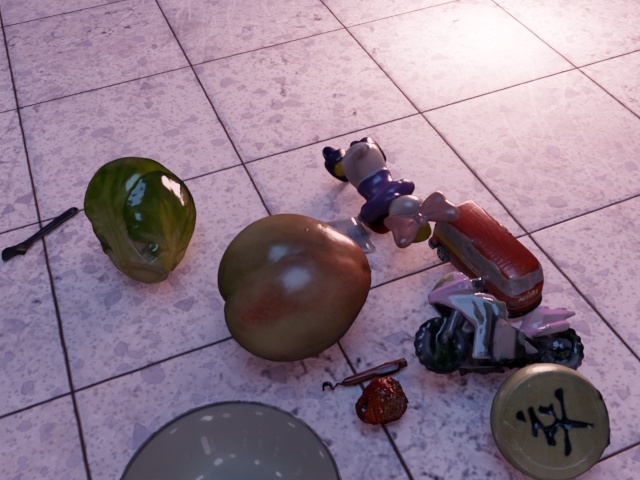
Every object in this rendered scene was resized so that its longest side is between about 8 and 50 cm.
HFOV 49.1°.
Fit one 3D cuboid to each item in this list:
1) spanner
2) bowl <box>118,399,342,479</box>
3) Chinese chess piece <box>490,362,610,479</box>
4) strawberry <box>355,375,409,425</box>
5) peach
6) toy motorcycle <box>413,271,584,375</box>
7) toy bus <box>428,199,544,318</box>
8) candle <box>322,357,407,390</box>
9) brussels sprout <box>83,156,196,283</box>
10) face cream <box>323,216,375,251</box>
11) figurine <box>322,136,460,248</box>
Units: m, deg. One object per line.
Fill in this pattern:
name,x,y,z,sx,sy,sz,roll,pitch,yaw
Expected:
spanner,-0.640,-0.017,1.605,0.046,0.012,0.208,27,53,27
bowl,-0.131,0.423,1.054,0.338,0.157,0.337,-1,45,1
Chinese chess piece,0.374,0.296,1.147,0.189,0.083,0.188,0,85,2
strawberry,0.108,0.285,1.229,0.097,0.083,0.083,-18,48,-14
peach,-0.050,0.082,1.315,0.292,0.247,0.292,-19,38,15
toy motorcycle,0.325,0.152,1.281,0.327,0.143,0.187,3,69,-12
toy bus,0.343,0.032,1.431,0.121,0.119,0.265,-23,50,-20
candle,0.083,0.252,1.302,0.168,0.021,0.026,-15,47,-12
brussels sprout,-0.374,-0.040,1.482,0.210,0.219,0.271,-14,65,12
face cream,0.000,0.000,1.533,0.224,0.070,0.114,-6,45,-20
figurine,0.140,-0.114,1.518,0.154,0.193,0.420,-30,48,-6
